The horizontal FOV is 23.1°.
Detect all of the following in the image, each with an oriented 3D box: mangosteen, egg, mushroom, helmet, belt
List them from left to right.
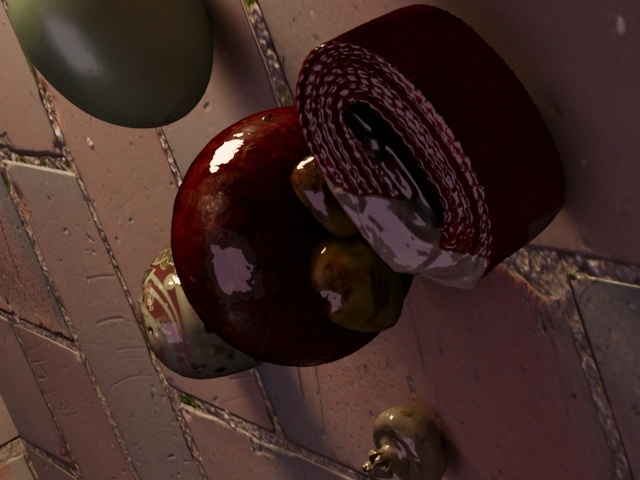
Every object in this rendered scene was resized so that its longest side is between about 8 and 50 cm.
[{"bbox_3d":[-0.195,-0.207,1.467,0.231,0.168,0.168,52,155,8],"label":"egg"},{"bbox_3d":[-0.153,0.089,1.781,0.177,0.107,0.153,33,147,46],"label":"helmet"},{"bbox_3d":[0.000,0.000,1.265,0.257,0.215,0.215,9,124,52],"label":"mangosteen"},{"bbox_3d":[0.075,0.202,1.482,0.085,0.079,0.085,37,143,35],"label":"mushroom"},{"bbox_3d":[0.085,-0.072,1.123,0.201,0.124,0.128,55,136,2],"label":"belt"}]
